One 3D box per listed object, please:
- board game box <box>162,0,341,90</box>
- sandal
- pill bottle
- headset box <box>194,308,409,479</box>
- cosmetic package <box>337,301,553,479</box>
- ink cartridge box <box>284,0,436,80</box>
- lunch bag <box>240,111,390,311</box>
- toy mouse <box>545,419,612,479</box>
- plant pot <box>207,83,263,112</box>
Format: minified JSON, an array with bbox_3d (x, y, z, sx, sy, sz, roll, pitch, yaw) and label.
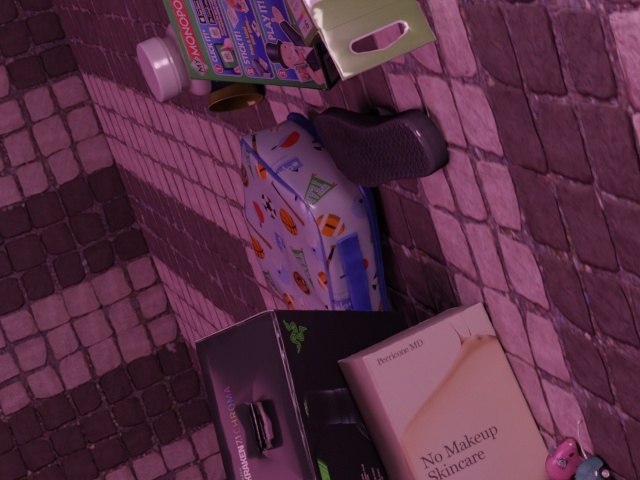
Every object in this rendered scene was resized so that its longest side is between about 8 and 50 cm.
[{"bbox_3d":[-0.106,-0.324,1.663,0.214,0.046,0.317,10,133,35],"label":"board game box"},{"bbox_3d":[0.074,-0.110,1.616,0.254,0.054,0.097,13,133,60],"label":"sandal"},{"bbox_3d":[-0.141,-0.250,1.875,0.108,0.180,0.108,59,164,29],"label":"pill bottle"},{"bbox_3d":[0.000,0.213,1.702,0.131,0.283,0.246,-24,72,34],"label":"headset box"},{"bbox_3d":[0.161,0.242,1.623,0.309,0.160,0.113,65,164,0],"label":"cosmetic package"},{"bbox_3d":[0.018,-0.263,1.437,0.209,0.109,0.062,64,166,6],"label":"ink cartridge box"},{"bbox_3d":[0.000,0.000,1.907,0.243,0.115,0.303,44,155,44],"label":"lunch bag"},{"bbox_3d":[0.269,0.249,1.500,0.161,0.031,0.143,44,154,55],"label":"toy mouse"},{"bbox_3d":[-0.132,-0.235,2.089,0.083,0.083,0.079,137,120,-75],"label":"plant pot"}]
